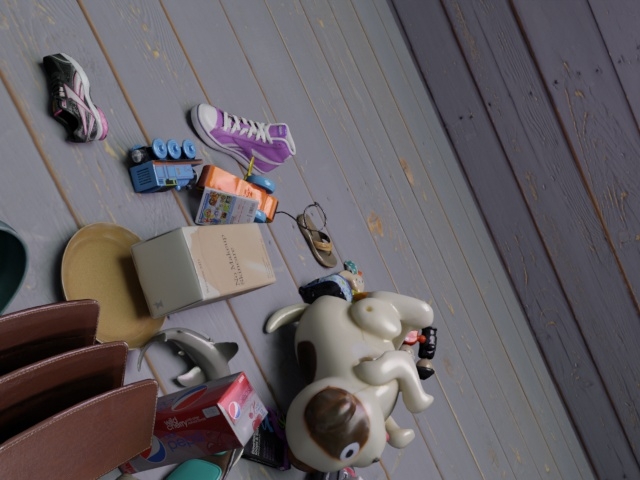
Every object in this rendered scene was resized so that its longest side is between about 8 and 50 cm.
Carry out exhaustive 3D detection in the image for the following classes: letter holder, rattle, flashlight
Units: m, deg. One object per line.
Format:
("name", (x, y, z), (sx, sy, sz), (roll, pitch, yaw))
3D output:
("letter holder", (-0.369, 0.214, 0.893), (0.302, 0.152, 0.214), (-15, 120, -61))
("rattle", (0.118, 0.112, 1.900), (0.130, 0.143, 0.200), (46, 38, -3))
("flashlight", (0.055, 0.470, 1.588), (0.103, 0.103, 0.304), (50, 35, -26))

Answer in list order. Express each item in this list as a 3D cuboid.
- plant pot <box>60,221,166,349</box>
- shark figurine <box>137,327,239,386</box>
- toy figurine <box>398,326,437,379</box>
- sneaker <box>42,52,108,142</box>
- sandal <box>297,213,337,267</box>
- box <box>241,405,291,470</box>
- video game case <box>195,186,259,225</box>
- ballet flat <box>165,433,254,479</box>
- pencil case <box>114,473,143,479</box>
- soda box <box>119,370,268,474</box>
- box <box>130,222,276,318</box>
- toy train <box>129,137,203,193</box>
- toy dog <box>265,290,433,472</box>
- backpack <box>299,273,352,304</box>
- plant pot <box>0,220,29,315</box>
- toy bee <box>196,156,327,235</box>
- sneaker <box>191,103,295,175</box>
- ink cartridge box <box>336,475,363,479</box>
("plant pot", (-0.368, 0.083, 1.199), (0.236, 0.032, 0.236), (38, 41, -42))
("shark figurine", (-0.219, 0.208, 1.269), (0.278, 0.116, 0.166), (52, 29, -41))
("toy figurine", (0.205, 0.291, 1.853), (0.213, 0.209, 0.148), (38, 57, -52))
("sneaker", (-0.463, -0.260, 1.233), (0.077, 0.072, 0.178), (-35, 97, -50))
("sandal", (0.000, 0.000, 1.857), (0.180, 0.049, 0.072), (59, 30, -16))
("box", (-0.119, 0.407, 1.408), (0.162, 0.029, 0.116), (36, 42, -43))
("video game case", (-0.204, -0.063, 1.467), (0.122, 0.087, 0.011), (14, 25, -15))
("ballet flat", (-0.192, 0.410, 1.204), (0.280, 0.095, 0.096), (-50, 140, -43))
("pencil case", (-0.311, 0.511, 0.880), (0.183, 0.160, 0.410), (48, 32, -7))
("soda box", (-0.219, 0.293, 1.071), (0.083, 0.263, 0.092), (62, 29, -12))
("box", (-0.221, 0.051, 1.332), (0.311, 0.121, 0.148), (-11, 82, -70))
("toy train", (-0.318, -0.154, 1.399), (0.184, 0.080, 0.105), (-15, 93, -63))
("toy dog", (0.057, 0.307, 1.464), (0.395, 0.284, 0.408), (27, 38, -9))
("backpack", (0.024, 0.140, 1.737), (0.105, 0.114, 0.084), (64, 29, -7))
("plant pot", (-0.521, 0.025, 0.766), (0.196, 0.293, 0.293), (45, 27, 11))
("toy bee", (-0.164, -0.076, 1.567), (0.298, 0.162, 0.195), (43, 67, -17))
("sneaker", (-0.172, -0.270, 1.635), (0.282, 0.161, 0.102), (29, 49, -47))
("ink cartridge box", (0.037, 0.638, 1.374), (0.171, 0.168, 0.233), (53, 32, -24))
